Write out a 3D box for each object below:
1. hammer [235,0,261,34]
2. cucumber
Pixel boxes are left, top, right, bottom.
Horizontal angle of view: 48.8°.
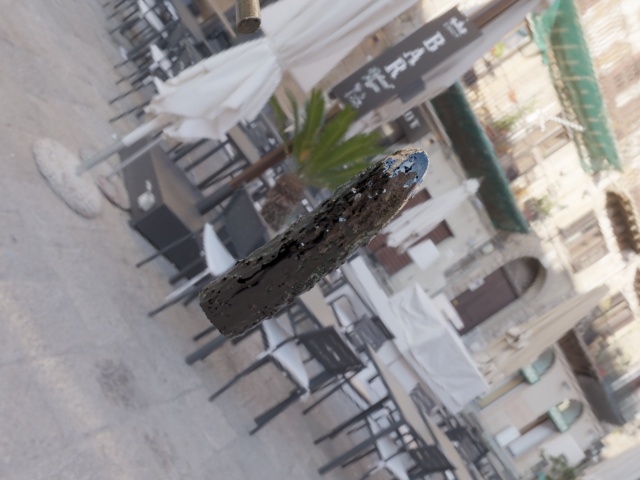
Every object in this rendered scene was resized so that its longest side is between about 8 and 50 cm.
[{"bbox_3d":[-0.118,-0.391,1.065,0.365,0.111,0.043,-101,173,-52],"label":"hammer"},{"bbox_3d":[0.000,0.000,0.788,0.072,0.303,0.081,49,9,-32],"label":"cucumber"}]
